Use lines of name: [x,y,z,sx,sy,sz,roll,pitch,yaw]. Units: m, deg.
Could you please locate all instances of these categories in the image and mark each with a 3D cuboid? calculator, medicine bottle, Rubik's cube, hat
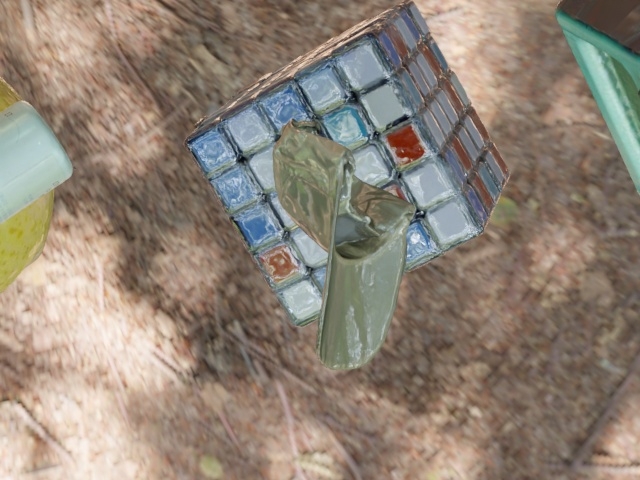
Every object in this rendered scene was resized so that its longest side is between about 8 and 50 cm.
calculator: [0.281,-0.043,1.063,0.058,0.274,0.248,-41,133,-5]
medicine bottle: [-0.170,-0.030,0.789,0.083,0.047,0.047,-35,110,-12]
Rubik's cube: [0.043,-0.106,2.017,0.287,0.292,0.293,-27,98,20]
hat: [0.000,0.000,1.661,0.244,0.149,0.214,-67,153,-8]

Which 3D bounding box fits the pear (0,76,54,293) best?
pear: [-0.335,-0.026,1.225,0.271,0.271,0.271,-4,105,-14]
